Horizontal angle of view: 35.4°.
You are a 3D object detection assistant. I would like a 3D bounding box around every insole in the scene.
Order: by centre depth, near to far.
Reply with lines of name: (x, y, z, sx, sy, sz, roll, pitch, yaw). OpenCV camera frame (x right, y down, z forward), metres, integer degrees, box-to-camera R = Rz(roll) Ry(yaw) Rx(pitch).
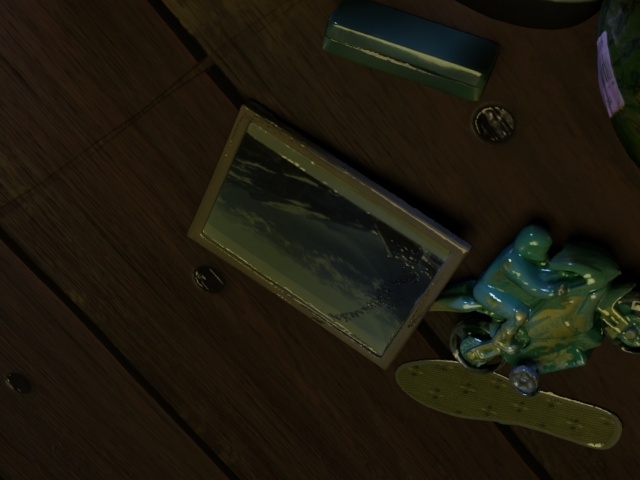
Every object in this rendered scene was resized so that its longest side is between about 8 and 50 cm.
insole: (0.258, 0.228, 1.402, 0.322, 0.007, 0.109, 15, 129, 12)

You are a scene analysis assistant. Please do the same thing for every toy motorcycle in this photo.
toy motorcycle: (0.264, 0.080, 1.226, 0.296, 0.109, 0.198, -21, 104, 40)

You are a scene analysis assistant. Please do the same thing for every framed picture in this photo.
framed picture: (0.000, 0.000, 1.302, 0.335, 0.022, 0.247, 34, 130, 6)

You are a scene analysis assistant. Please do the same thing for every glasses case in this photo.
glasses case: (0.099, -0.211, 1.098, 0.184, 0.078, 0.039, 20, 130, 8)

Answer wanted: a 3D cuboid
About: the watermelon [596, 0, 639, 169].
watermelon: (0.420, -0.164, 0.841, 0.363, 0.363, 0.363, 11, 128, 15)

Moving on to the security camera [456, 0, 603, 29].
security camera: (0.208, -0.348, 0.884, 0.197, 0.191, 0.277, 22, 129, 8)
